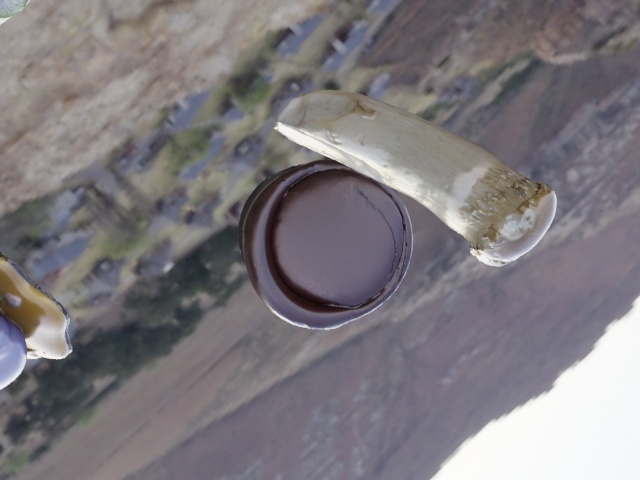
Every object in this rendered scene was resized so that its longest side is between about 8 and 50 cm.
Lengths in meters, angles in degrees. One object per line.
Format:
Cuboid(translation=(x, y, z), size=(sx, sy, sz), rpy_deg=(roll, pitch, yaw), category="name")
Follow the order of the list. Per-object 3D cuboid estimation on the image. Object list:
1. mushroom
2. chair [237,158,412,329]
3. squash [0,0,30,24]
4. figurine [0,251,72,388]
Cuboid(translation=(0.068, -0.052, 0.862), size=(0.071, 0.209, 0.084), rpy_deg=(-60, 171, -8), category="mushroom")
Cuboid(translation=(0.000, 0.000, 1.646), size=(0.226, 0.226, 0.401), rpy_deg=(-44, -175, -1), category="chair")
Cuboid(translation=(-0.535, -0.357, 1.866), size=(0.239, 0.069, 0.069), rpy_deg=(-20, -172, 35), category="squash")
Cuboid(translation=(-0.373, 0.143, 1.090), size=(0.181, 0.208, 0.257), rpy_deg=(-25, -155, 50), category="figurine")
